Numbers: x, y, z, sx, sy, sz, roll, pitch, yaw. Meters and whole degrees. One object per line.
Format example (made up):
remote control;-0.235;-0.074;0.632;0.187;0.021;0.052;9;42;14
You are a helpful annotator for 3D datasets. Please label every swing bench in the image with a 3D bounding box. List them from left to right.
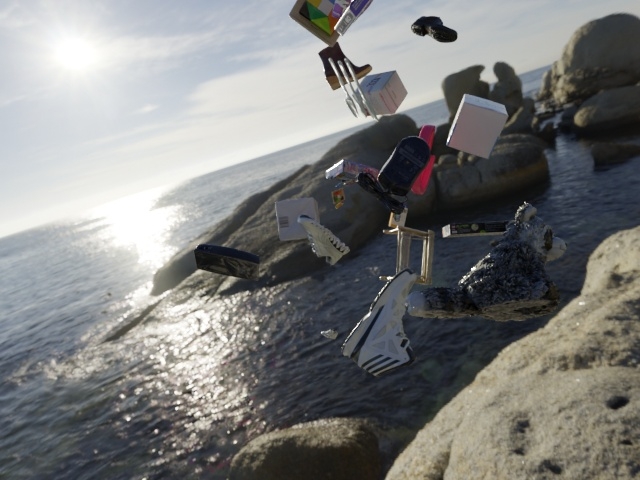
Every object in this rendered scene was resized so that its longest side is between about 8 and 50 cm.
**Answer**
swing bench;0.442;0.077;2.014;0.254;0.254;0.165;7;-8;-18

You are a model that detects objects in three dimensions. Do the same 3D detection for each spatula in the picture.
spatula;0.108;-0.521;1.448;0.019;0.242;0.168;-39;34;-5

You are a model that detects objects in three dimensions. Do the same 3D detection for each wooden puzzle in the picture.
wooden puzzle;0.020;-0.960;1.714;0.239;0.220;0.044;-59;13;3
wooden puzzle;0.093;-0.226;2.130;0.078;0.116;0.014;-31;32;-19

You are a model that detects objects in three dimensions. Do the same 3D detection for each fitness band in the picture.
fitness band;0.419;-0.331;1.702;0.054;0.291;0.209;11;-18;23

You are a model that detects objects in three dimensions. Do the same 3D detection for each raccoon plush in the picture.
raccoon plush;0.462;0.050;1.165;0.445;0.300;0.216;3;-26;-5

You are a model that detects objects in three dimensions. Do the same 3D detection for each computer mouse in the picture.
computer mouse;0.254;-0.227;1.372;0.272;0.188;0.072;-50;-2;-14

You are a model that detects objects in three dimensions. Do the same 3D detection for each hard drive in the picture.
hard drive;-0.367;0.086;1.663;0.254;0.172;0.054;12;58;-3

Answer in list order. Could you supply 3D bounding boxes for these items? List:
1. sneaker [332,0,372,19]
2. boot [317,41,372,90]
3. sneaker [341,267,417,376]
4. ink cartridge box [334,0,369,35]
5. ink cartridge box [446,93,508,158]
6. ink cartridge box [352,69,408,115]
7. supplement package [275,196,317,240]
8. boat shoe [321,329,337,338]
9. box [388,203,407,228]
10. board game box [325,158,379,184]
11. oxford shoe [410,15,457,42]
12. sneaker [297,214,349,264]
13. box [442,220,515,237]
sneaker;0.085;-0.860;1.437;0.161;0.102;0.282;-49;-28;13
boot;0.118;-0.889;2.077;0.248;0.207;0.090;-15;11;29
sneaker;0.312;0.346;1.682;0.448;0.257;0.169;-54;-20;-3
ink cartridge box;0.139;-0.759;1.284;0.206;0.045;0.208;-55;13;-4
ink cartridge box;0.706;-0.524;1.891;0.197;0.198;0.270;21;31;10
ink cartridge box;0.255;-0.627;1.786;0.176;0.128;0.127;14;65;48
supplement package;-0.096;-0.095;1.965;0.175;0.178;0.293;-8;0;4
boat shoe;0.042;0.409;1.841;0.100;0.035;0.035;27;5;-45
box;0.421;-0.132;2.252;0.081;0.136;0.028;16;-9;-20
board game box;0.146;-0.282;1.810;0.194;0.060;0.194;8;-9;-20
oxford shoe;0.518;-0.949;1.848;0.227;0.083;0.096;37;84;26
sneaker;0.000;0.000;1.762;0.118;0.292;0.110;-50;32;0
box;0.519;-0.036;1.380;0.206;0.036;0.114;-3;-5;4
